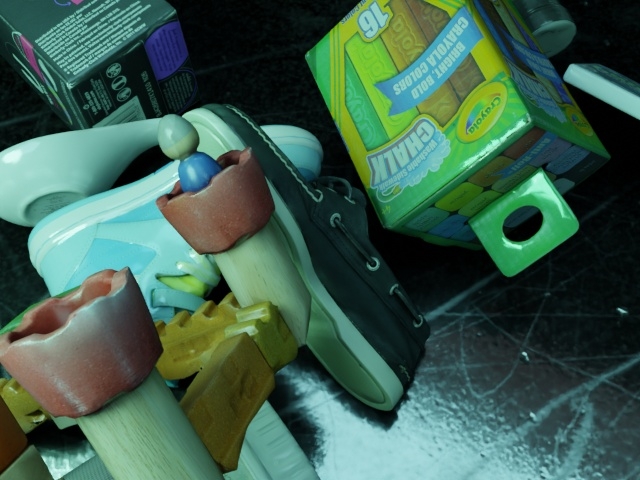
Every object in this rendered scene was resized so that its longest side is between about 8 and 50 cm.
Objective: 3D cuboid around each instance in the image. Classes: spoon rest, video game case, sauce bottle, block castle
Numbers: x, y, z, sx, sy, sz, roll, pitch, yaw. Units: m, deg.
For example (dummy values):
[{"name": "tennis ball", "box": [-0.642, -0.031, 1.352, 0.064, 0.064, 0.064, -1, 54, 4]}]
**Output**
[{"name": "spoon rest", "box": [-0.223, -0.077, 0.948, 0.276, 0.137, 0.084, -10, 63, -17]}, {"name": "video game case", "box": [0.359, -0.138, 0.938, 0.190, 0.173, 0.022, 32, 112, 17]}, {"name": "sauce bottle", "box": [0.207, -0.369, 1.077, 0.111, 0.111, 0.345, -15, 65, -5]}, {"name": "block castle", "box": [-0.253, 0.096, 0.658, 0.453, 0.213, 0.303, -21, 17, 24]}]

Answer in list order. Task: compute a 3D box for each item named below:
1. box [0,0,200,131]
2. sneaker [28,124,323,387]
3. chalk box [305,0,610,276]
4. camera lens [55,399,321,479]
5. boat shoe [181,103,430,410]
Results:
[{"name": "box", "box": [-0.283, -0.244, 1.001, 0.143, 0.165, 0.270, -39, 68, -16]}, {"name": "sneaker", "box": [-0.117, 0.027, 0.886, 0.318, 0.127, 0.208, -25, 63, 1]}, {"name": "chalk box", "box": [0.144, -0.108, 0.874, 0.180, 0.179, 0.289, -39, 60, 29]}, {"name": "camera lens", "box": [-0.125, 0.265, 0.710, 0.274, 0.219, 0.219, -32, 66, -13]}, {"name": "boat shoe", "box": [0.003, 0.000, 0.816, 0.113, 0.127, 0.340, -44, 109, -25]}]
